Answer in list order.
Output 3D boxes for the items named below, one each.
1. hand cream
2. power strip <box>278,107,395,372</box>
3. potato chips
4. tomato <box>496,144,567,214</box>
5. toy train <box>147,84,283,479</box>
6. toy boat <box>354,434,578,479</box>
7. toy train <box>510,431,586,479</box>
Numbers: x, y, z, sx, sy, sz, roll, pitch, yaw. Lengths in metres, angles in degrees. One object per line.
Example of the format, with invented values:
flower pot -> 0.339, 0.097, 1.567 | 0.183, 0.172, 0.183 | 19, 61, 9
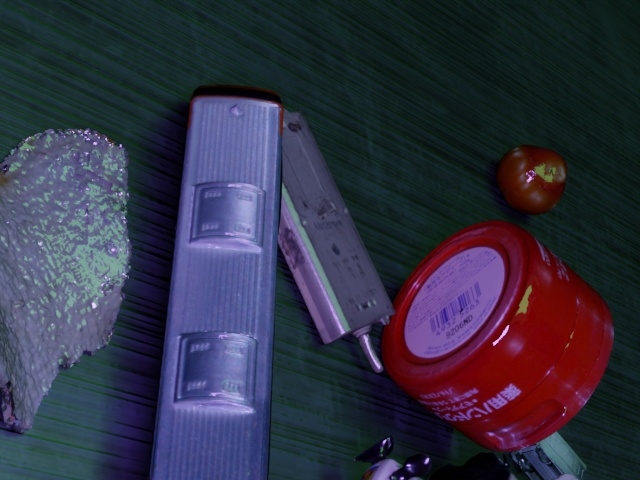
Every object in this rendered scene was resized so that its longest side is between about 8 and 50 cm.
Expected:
hand cream -> 0.161, 0.087, 1.052 | 0.125, 0.193, 0.193 | 37, 44, -24
power strip -> 0.000, 0.000, 1.050 | 0.092, 0.034, 0.268 | -17, 80, -52
potato chips -> -0.196, 0.013, 0.809 | 0.167, 0.059, 0.228 | 55, 33, -17
tomato -> 0.254, -0.076, 1.351 | 0.087, 0.075, 0.087 | 22, 54, -35
toy train -> -0.076, 0.023, 0.891 | 0.086, 0.089, 0.409 | 5, 58, -6
toy boat -> 0.102, 0.232, 0.944 | 0.269, 0.141, 0.141 | 14, 57, -40
toy train -> 0.239, 0.229, 1.171 | 0.093, 0.038, 0.056 | 48, 37, -15
